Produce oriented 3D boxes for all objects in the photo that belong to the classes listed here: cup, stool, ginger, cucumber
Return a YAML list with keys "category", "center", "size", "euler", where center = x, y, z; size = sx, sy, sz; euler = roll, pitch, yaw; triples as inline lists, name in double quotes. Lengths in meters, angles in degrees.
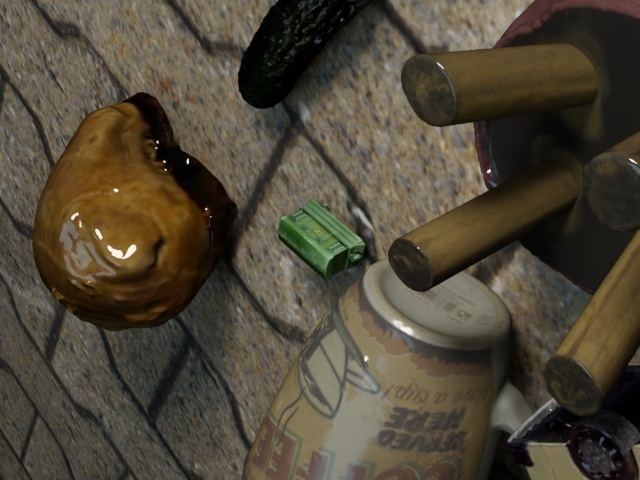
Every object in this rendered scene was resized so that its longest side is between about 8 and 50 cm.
- category: "cup"
  center: [0.100, 0.173, 1.026]
  size: [0.301, 0.227, 0.257]
  euler: [28, 123, 13]
- category: "stool"
  center: [0.182, -0.038, 0.773]
  size: [0.272, 0.178, 0.272]
  euler: [34, 139, 36]
- category: "ginger"
  center: [-0.244, -0.021, 1.340]
  size: [0.269, 0.223, 0.200]
  euler: [47, 148, 19]
- category: "cucumber"
  center: [-0.029, -0.187, 1.059]
  size: [0.067, 0.067, 0.245]
  euler: [59, 145, 6]

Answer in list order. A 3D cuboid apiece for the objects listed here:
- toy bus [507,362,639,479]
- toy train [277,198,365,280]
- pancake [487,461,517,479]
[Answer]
- category: "toy bus"
  center: [0.300, 0.172, 0.797]
  size: [0.305, 0.143, 0.179]
  euler: [-13, 105, 55]
- category: "toy train"
  center: [0.000, 0.000, 1.161]
  size: [0.093, 0.056, 0.038]
  euler: [41, 143, 30]
- category: "pancake"
  center: [0.180, 0.328, 1.175]
  size: [0.250, 0.031, 0.250]
  euler: [34, 138, 38]
